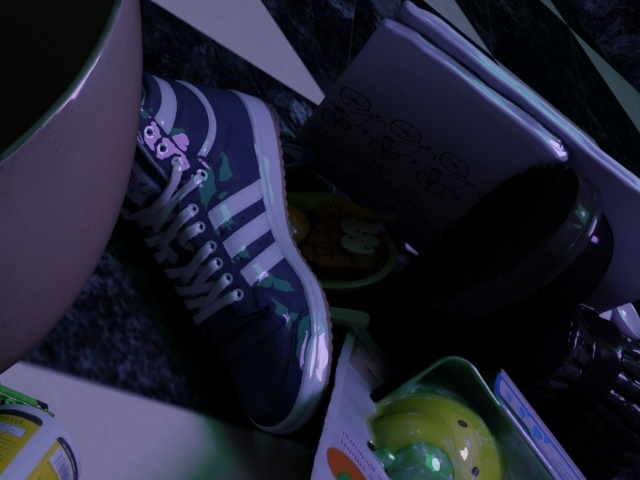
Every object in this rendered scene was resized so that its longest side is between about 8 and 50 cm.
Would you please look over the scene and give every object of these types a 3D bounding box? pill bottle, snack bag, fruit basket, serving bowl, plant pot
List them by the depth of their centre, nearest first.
[{"bbox_3d":[-0.206,-0.030,0.532,0.191,0.284,0.284,81,-2,-50],"label":"plant pot"},{"bbox_3d":[-0.170,0.136,0.578,0.065,0.065,0.116,51,25,-10],"label":"pill bottle"},{"bbox_3d":[0.114,0.221,0.805,0.327,0.165,0.353,53,6,-6],"label":"fruit basket"},{"bbox_3d":[0.147,-0.036,1.031,0.342,0.323,0.037,37,69,-5],"label":"snack bag"},{"bbox_3d":[0.435,0.112,1.703,0.083,0.027,0.083,40,29,-28],"label":"serving bowl"}]

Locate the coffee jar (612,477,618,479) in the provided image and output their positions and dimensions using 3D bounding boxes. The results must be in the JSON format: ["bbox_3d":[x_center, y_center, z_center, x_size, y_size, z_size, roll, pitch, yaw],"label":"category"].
[{"bbox_3d":[0.232,0.181,1.203,0.096,0.079,0.184,13,48,-39],"label":"coffee jar"}]

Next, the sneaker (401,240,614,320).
[{"bbox_3d":[0.190,0.037,1.228,0.237,0.085,0.086,27,34,16],"label":"sneaker"}]

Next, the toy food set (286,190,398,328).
[{"bbox_3d":[0.000,0.000,0.986,0.132,0.039,0.192,9,31,6],"label":"toy food set"}]

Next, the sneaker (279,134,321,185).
[{"bbox_3d":[-0.047,-0.077,1.058,0.059,0.053,0.144,58,24,9],"label":"sneaker"}]

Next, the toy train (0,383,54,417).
[{"bbox_3d":[-0.185,0.088,0.664,0.083,0.017,0.024,34,23,-38],"label":"toy train"}]

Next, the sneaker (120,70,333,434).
[{"bbox_3d":[-0.090,0.001,0.843,0.153,0.099,0.282,15,52,-44],"label":"sneaker"}]

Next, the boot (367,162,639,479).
[{"bbox_3d":[0.210,0.081,0.974,0.260,0.348,0.131,33,69,-6],"label":"boot"}]
